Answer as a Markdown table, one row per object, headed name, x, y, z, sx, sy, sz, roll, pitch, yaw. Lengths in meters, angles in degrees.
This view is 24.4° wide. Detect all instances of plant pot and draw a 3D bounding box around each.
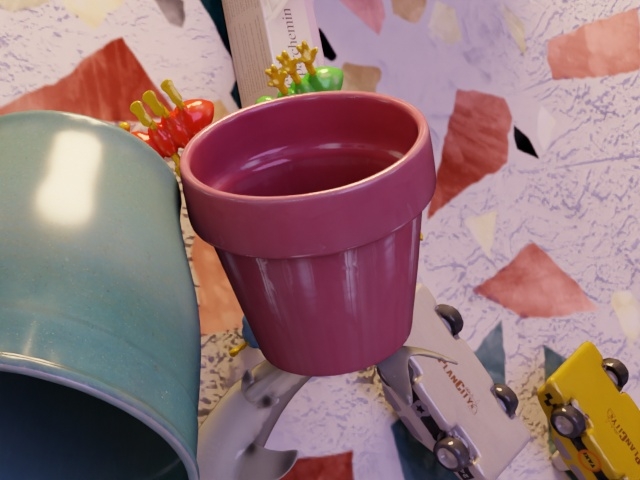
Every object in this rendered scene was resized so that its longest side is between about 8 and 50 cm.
| name | x | y | z | sx | sy | sz | roll | pitch | yaw |
| --- | --- | --- | --- | --- | --- | --- | --- | --- | --- |
| plant pot | 0.000 | 0.000 | 1.186 | 0.201 | 0.201 | 0.180 | -33 | 125 | -37 |
| plant pot | -0.206 | 0.053 | 1.091 | 0.271 | 0.271 | 0.255 | 29 | 49 | -27 |

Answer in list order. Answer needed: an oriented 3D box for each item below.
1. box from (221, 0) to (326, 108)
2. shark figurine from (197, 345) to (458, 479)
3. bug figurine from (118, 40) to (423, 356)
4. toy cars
| name | x | y | z | sx | sy | sz | roll | pitch | yaw |
| --- | --- | --- | --- | --- | --- | --- | --- | --- | --- |
| box | -0.049 | -0.220 | 1.390 | 0.063 | 0.067 | 0.324 | -6 | 80 | -37 |
| shark figurine | -0.034 | 0.148 | 1.263 | 0.166 | 0.278 | 0.116 | 48 | 8 | 19 |
| bug figurine | -0.040 | -0.038 | 1.299 | 0.216 | 0.072 | 0.279 | -32 | 102 | -1 |
| toy cars | 0.193 | 0.173 | 1.453 | 0.393 | 0.087 | 0.176 | 19 | 62 | -27 |
